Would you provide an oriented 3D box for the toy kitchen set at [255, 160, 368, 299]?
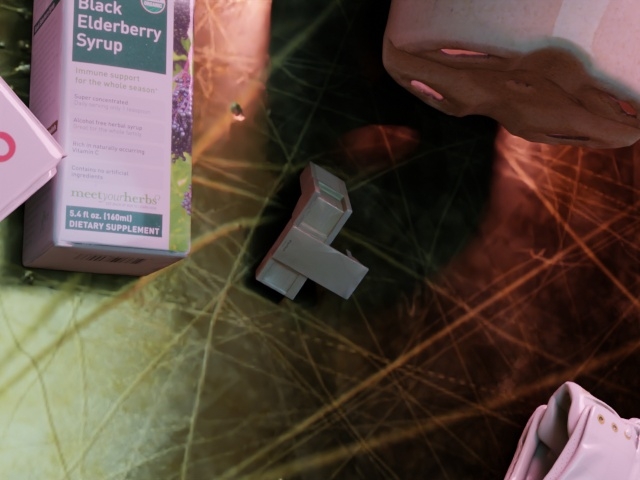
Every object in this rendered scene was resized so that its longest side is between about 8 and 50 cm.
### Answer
[{"bbox_3d":[0.000,0.000,0.962,0.068,0.075,0.083,30,106,-15],"label":"toy kitchen set"}]

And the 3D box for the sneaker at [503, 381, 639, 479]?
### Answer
[{"bbox_3d":[0.270,0.164,1.018,0.292,0.108,0.169,-42,102,-27],"label":"sneaker"}]

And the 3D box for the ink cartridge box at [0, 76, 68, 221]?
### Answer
[{"bbox_3d":[-0.342,-0.086,0.731,0.306,0.131,0.226,53,56,-14],"label":"ink cartridge box"}]

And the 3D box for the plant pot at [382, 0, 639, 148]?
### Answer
[{"bbox_3d":[0.194,-0.249,0.981,0.334,0.334,0.305,20,82,-22],"label":"plant pot"}]

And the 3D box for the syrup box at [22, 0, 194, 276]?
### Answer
[{"bbox_3d":[-0.148,-0.099,0.872,0.093,0.096,0.237,6,77,-25],"label":"syrup box"}]
